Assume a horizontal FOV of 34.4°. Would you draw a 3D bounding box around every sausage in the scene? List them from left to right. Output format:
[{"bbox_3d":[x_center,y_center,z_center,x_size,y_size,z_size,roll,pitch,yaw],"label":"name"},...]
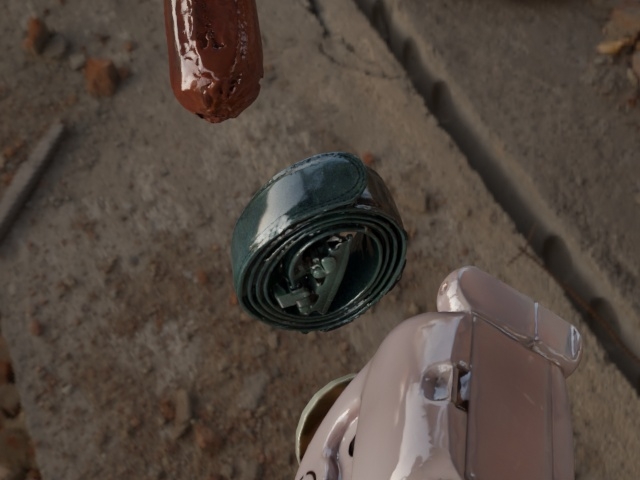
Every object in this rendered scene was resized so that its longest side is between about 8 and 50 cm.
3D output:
[{"bbox_3d":[-0.082,-0.160,0.781,0.076,0.076,0.141,-11,75,5],"label":"sausage"}]

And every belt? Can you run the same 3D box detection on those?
[{"bbox_3d":[0.000,0.000,1.284,0.207,0.267,0.116,9,44,-25],"label":"belt"}]

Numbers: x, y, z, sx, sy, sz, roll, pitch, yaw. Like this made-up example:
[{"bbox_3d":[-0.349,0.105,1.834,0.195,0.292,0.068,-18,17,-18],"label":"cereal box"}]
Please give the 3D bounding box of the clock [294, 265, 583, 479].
[{"bbox_3d":[0.079,0.228,0.926,0.184,0.326,0.342,30,43,-11],"label":"clock"}]
